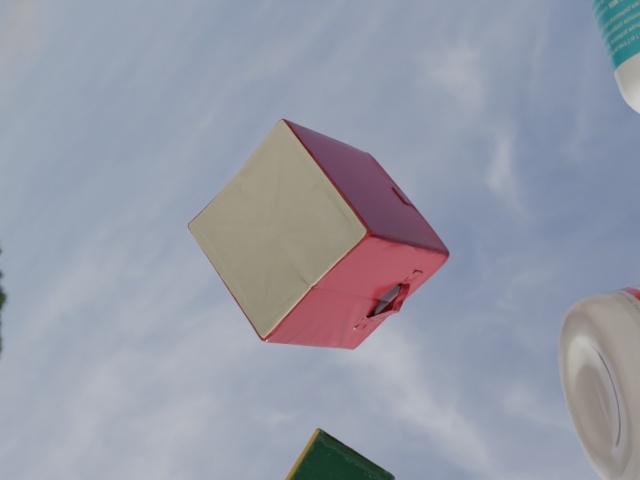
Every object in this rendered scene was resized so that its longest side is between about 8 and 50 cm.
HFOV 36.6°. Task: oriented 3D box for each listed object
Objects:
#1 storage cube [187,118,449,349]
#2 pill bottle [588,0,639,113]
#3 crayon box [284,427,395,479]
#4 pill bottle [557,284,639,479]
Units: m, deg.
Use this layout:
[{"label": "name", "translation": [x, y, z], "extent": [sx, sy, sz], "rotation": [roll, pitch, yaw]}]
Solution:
[{"label": "storage cube", "translation": [0.000, 0.000, 1.143], "extent": [0.183, 0.193, 0.215], "rotation": [-46, -120, 19]}, {"label": "pill bottle", "translation": [0.234, -0.174, 0.590], "extent": [0.146, 0.146, 0.264], "rotation": [-20, -96, 40]}, {"label": "crayon box", "translation": [-0.068, 0.330, 0.762], "extent": [0.323, 0.083, 0.203], "rotation": [-53, 172, -40]}, {"label": "pill bottle", "translation": [0.506, 0.140, 1.118], "extent": [0.408, 0.229, 0.229], "rotation": [-11, -137, -6]}]
